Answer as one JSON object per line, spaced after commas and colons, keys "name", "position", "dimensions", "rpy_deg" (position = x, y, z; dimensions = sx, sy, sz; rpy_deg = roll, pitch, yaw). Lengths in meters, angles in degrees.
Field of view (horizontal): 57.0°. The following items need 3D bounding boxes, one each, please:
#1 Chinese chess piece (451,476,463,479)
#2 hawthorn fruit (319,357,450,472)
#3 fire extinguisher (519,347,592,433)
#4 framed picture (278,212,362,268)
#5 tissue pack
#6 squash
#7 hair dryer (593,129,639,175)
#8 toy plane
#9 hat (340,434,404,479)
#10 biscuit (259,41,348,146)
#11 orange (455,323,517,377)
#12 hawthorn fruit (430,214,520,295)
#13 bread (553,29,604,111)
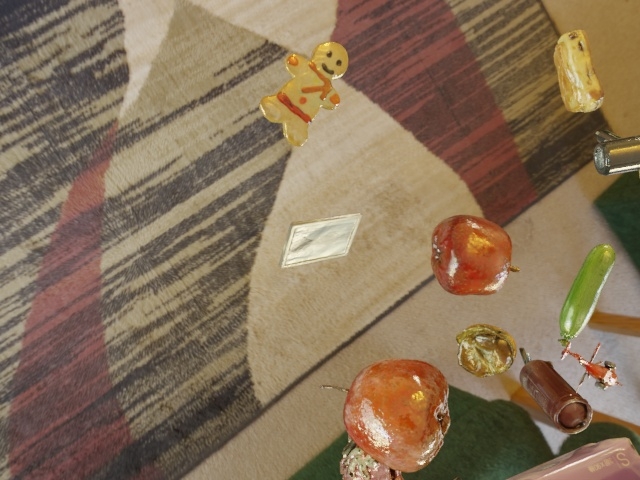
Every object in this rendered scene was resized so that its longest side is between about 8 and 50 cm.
{"name": "Chinese chess piece", "position": [0.099, 0.358, 0.422], "dimensions": [0.349, 0.146, 0.349], "rpy_deg": [0, 93, 8]}
{"name": "hawthorn fruit", "position": [0.156, 0.363, 1.241], "dimensions": [0.263, 0.235, 0.231], "rpy_deg": [1, 54, -12]}
{"name": "fire extinguisher", "position": [0.576, 0.369, 1.495], "dimensions": [0.104, 0.269, 0.105], "rpy_deg": [-1, 106, -4]}
{"name": "framed picture", "position": [0.000, 0.000, 1.495], "dimensions": [0.203, 0.150, 0.015], "rpy_deg": [-9, 48, -30]}
{"name": "tissue pack", "position": [0.433, 0.519, 1.032], "dimensions": [0.338, 0.160, 0.242], "rpy_deg": [-13, 68, -22]}
{"name": "squash", "position": [0.897, 0.186, 2.011], "dimensions": [0.101, 0.101, 0.379], "rpy_deg": [18, 100, -16]}
{"name": "hair dryer", "position": [0.634, -0.206, 1.273], "dimensions": [0.124, 0.219, 0.071], "rpy_deg": [-8, 113, 7]}
{"name": "toy plane", "position": [0.628, 0.284, 1.355], "dimensions": [0.126, 0.077, 0.194], "rpy_deg": [-45, 121, -17]}
{"name": "hat", "position": [0.113, 0.579, 1.483], "dimensions": [0.107, 0.286, 0.237], "rpy_deg": [6, 66, -19]}
{"name": "biscuit", "position": [-0.025, -0.330, 1.271], "dimensions": [0.153, 0.030, 0.234], "rpy_deg": [43, 82, -24]}
{"name": "orange", "position": [0.459, 0.297, 1.622], "dimensions": [0.112, 0.170, 0.160], "rpy_deg": [-15, 126, -43]}
{"name": "hawthorn fruit", "position": [0.499, 0.054, 1.922], "dimensions": [0.299, 0.275, 0.275], "rpy_deg": [15, 83, 13]}
{"name": "bread", "position": [0.693, -0.446, 1.595], "dimensions": [0.099, 0.235, 0.210], "rpy_deg": [-16, 89, 24]}
